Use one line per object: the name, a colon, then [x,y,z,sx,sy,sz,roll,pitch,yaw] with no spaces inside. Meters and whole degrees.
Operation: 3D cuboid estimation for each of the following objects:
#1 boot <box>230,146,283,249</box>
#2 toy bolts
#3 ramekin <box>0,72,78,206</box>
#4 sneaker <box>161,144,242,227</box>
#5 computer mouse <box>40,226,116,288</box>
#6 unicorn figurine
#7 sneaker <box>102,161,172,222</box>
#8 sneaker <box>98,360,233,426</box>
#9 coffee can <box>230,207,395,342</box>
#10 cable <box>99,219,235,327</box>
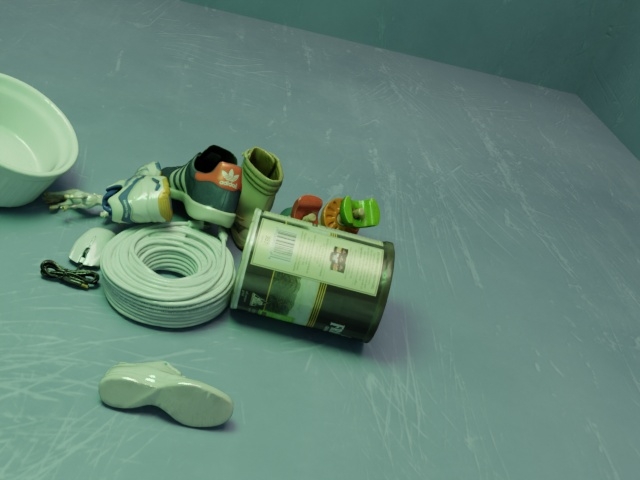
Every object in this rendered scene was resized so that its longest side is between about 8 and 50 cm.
boot: [-0.167,-0.128,1.583,0.095,0.204,0.262,0,37,-27]
toy bolts: [0.000,0.000,1.587,0.228,0.158,0.219,8,72,-33]
ramekin: [-0.655,-0.201,1.445,0.277,0.135,0.277,35,30,-24]
sneaker: [-0.255,-0.142,1.541,0.131,0.148,0.350,15,9,-34]
computer mouse: [-0.453,0.020,1.375,0.105,0.042,0.193,16,32,0]
unicorn figurine: [-0.502,-0.080,1.485,0.161,0.060,0.111,30,23,29]
sneaker: [-0.389,-0.100,1.468,0.130,0.112,0.296,-8,11,-16]
sneaker: [-0.238,0.232,1.133,0.212,0.080,0.094,14,20,-2]
coffee can: [-0.017,0.067,1.364,0.275,0.202,0.202,15,32,-4]
cable: [-0.290,0.060,1.351,0.256,0.089,0.257,2,35,-21]
